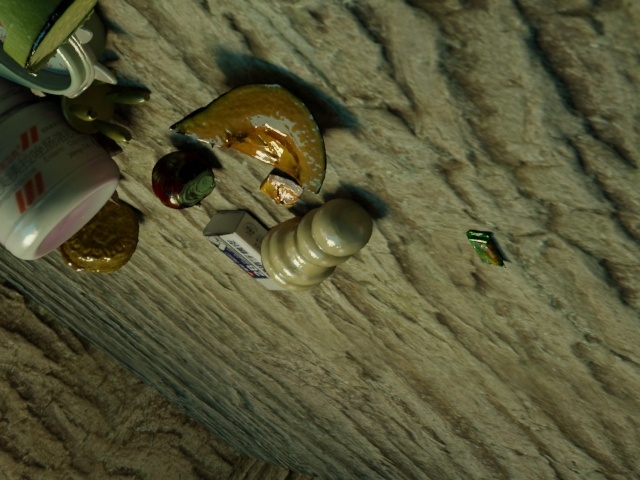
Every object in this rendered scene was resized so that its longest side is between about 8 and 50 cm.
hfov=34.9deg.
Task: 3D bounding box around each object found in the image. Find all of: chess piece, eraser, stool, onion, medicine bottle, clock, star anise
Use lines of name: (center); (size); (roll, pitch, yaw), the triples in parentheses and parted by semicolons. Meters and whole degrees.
chess piece: (0.000, 0.000, 1.832); (0.143, 0.142, 0.261); (35, 154, -12)
eraser: (-0.133, 0.025, 2.129); (0.210, 0.068, 0.124); (42, 153, -29)
stool: (-0.383, -0.241, 1.794); (0.110, 0.135, 0.134); (13, 119, 44)
onion: (-0.264, -0.116, 1.921); (0.118, 0.117, 0.118); (37, 147, 30)
medicine bottle: (-0.559, -0.154, 1.871); (0.325, 0.256, 0.256); (47, 158, 0)
clock: (-0.476, -0.354, 1.672); (0.324, 0.108, 0.265); (21, 156, 19)
star anise: (-0.490, -0.217, 2.038); (0.197, 0.073, 0.212); (7, 151, 50)

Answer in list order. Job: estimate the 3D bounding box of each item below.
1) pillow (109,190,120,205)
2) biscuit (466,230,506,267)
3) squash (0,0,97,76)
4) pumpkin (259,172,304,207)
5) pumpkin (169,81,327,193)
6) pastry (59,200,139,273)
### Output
pillow: (-0.515, -0.159, 2.195); (0.211, 0.034, 0.135); (44, -174, -40)
biscuit: (0.271, 0.015, 1.667); (0.046, 0.016, 0.089); (11, 152, 39)
squash: (-0.391, -0.343, 1.434); (0.133, 0.220, 0.220); (31, 159, -8)
pumpkin: (-0.076, -0.089, 1.851); (0.073, 0.035, 0.101); (34, 161, -2)
pumpkin: (-0.086, -0.191, 1.593); (0.254, 0.149, 0.130); (23, -159, 4)
pastry: (-0.518, -0.014, 2.375); (0.189, 0.188, 0.103); (28, 154, 4)
